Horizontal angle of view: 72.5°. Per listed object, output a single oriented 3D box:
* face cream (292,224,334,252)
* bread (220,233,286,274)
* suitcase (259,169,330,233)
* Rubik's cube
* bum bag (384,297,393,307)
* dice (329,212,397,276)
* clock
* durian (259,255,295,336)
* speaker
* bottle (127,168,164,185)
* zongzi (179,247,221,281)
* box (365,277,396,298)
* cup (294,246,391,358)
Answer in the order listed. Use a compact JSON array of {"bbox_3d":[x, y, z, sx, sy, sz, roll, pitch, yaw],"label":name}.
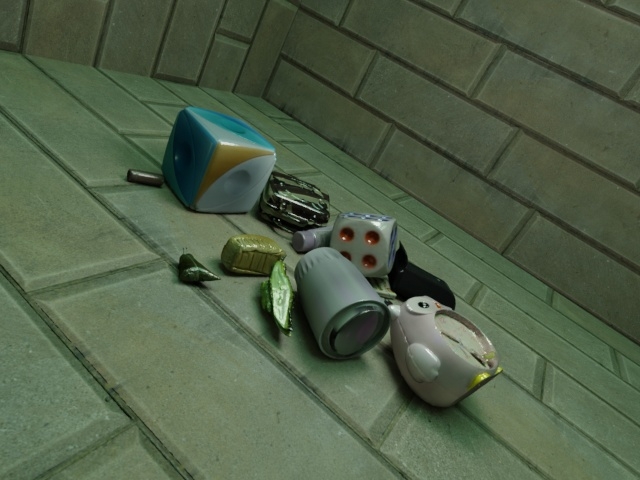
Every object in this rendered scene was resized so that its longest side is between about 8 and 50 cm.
[{"bbox_3d":[0.000,0.000,2.018,0.274,0.153,0.096,-1,-2,-42],"label":"face cream"},{"bbox_3d":[-0.249,0.051,1.615,0.236,0.139,0.106,9,27,-44],"label":"bread"},{"bbox_3d":[-0.128,-0.154,2.097,0.352,0.194,0.339,21,35,-18],"label":"suitcase"},{"bbox_3d":[-0.451,-0.347,1.926,0.347,0.352,0.351,0,35,-49],"label":"Rubik's cube"},{"bbox_3d":[0.292,0.290,1.856,0.058,0.034,0.124,37,22,-16],"label":"bum bag"},{"bbox_3d":[0.196,0.014,1.942,0.259,0.251,0.243,8,11,15],"label":"dice"},{"bbox_3d":[0.403,0.381,1.537,0.368,0.250,0.376,1,42,-45],"label":"clock"},{"bbox_3d":[-0.140,0.187,1.495,0.132,0.106,0.375,13,35,-22],"label":"durian"},{"bbox_3d":[0.483,0.185,2.046,0.389,0.184,0.180,29,21,-16],"label":"speaker"},{"bbox_3d":[-0.730,-0.262,1.821,0.140,0.053,0.053,6,33,-41],"label":"bottle"},{"bbox_3d":[-0.407,0.083,1.467,0.131,0.062,0.154,4,31,-23],"label":"zongzi"},{"bbox_3d":[0.228,0.199,1.969,0.221,0.032,0.122,16,27,-27],"label":"box"},{"bbox_3d":[0.061,0.205,1.515,0.254,0.253,0.371,14,26,-30],"label":"cup"}]
